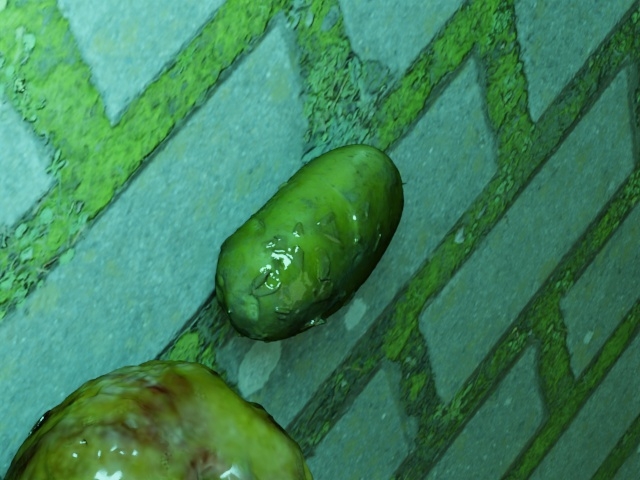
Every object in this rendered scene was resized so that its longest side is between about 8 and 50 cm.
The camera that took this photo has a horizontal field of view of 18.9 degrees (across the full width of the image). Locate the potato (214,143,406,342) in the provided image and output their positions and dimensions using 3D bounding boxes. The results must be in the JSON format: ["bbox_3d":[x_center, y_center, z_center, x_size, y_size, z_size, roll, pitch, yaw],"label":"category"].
[{"bbox_3d":[0.000,0.000,1.766,0.251,0.113,0.149,-36,144,-38],"label":"potato"}]

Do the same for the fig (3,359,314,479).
[{"bbox_3d":[-0.183,0.286,1.667,0.368,0.286,0.286,-42,165,34],"label":"fig"}]
